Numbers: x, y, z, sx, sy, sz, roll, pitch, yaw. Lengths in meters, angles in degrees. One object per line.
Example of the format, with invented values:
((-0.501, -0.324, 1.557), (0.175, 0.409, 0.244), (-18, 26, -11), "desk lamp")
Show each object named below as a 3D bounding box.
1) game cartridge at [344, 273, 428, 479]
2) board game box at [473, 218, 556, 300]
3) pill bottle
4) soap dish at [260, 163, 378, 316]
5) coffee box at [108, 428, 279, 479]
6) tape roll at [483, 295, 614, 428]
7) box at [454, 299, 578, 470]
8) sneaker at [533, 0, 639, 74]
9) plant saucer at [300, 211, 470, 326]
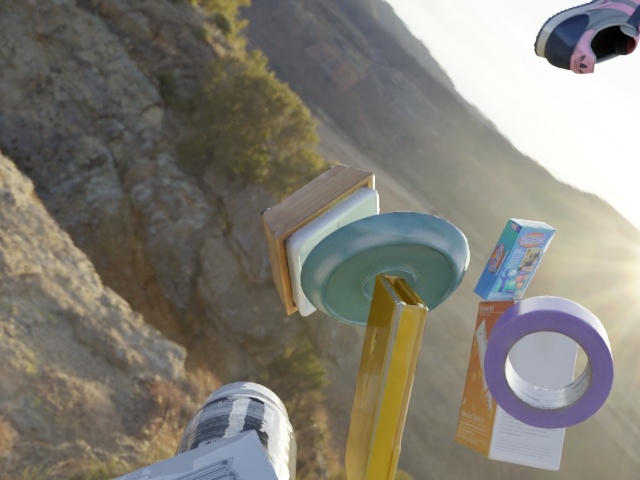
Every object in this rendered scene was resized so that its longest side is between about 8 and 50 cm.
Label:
((0.090, 0.228, 1.165), (0.053, 0.323, 0.285), (8, 6, -2), "game cartridge")
((0.489, 0.051, 1.968), (0.160, 0.210, 0.047), (5, 25, -43), "board game box")
((-0.140, 0.375, 1.283), (0.204, 0.204, 0.361), (42, 7, -7), "pill bottle")
((0.000, 0.000, 1.534), (0.118, 0.229, 0.291), (45, -21, 26), "soap dish")
((-0.152, 0.479, 0.856), (0.337, 0.338, 0.334), (-133, -151, -61), "coffee box")
((0.349, 0.186, 1.203), (0.189, 0.189, 0.080), (44, 21, 2), "tape roll")
((0.447, 0.320, 1.785), (0.168, 0.345, 0.215), (13, -8, -8), "box")
((0.539, -0.382, 1.388), (0.131, 0.319, 0.112), (47, -17, 39), "sneaker")
((0.123, 0.070, 1.435), (0.317, 0.318, 0.043), (34, 33, -40), "plant saucer")
